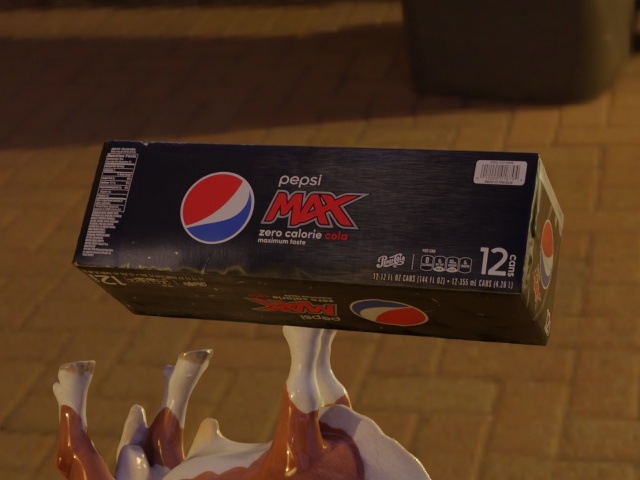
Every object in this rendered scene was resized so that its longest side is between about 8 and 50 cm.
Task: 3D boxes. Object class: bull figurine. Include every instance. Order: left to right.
[{"bbox_3d":[-0.028,0.144,0.841,0.310,0.188,0.101,-13,-11,29],"label":"bull figurine"}]

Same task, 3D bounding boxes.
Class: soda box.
[{"bbox_3d":[0.000,0.000,0.542,0.168,0.060,0.053,4,70,19],"label":"soda box"}]
